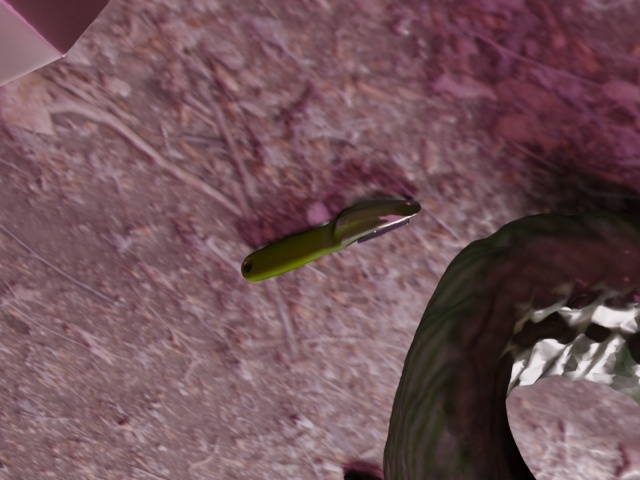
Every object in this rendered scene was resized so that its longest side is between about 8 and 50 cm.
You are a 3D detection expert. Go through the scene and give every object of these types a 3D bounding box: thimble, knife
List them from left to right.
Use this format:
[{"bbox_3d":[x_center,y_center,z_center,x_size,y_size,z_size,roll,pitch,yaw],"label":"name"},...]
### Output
[{"bbox_3d":[0.000,0.000,1.044,0.026,0.022,0.184,17,159,-28],"label":"knife"},{"bbox_3d":[0.136,0.104,0.868,0.219,0.219,0.150,26,149,10],"label":"thimble"}]

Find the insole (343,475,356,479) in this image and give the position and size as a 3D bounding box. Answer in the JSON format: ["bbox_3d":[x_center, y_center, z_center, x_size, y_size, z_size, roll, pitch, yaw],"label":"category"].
[{"bbox_3d":[0.084,0.263,1.351,0.232,0.003,0.080,56,163,-27],"label":"insole"}]

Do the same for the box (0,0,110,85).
[{"bbox_3d":[-0.237,-0.172,0.927,0.203,0.106,0.251,47,147,-22],"label":"box"}]
